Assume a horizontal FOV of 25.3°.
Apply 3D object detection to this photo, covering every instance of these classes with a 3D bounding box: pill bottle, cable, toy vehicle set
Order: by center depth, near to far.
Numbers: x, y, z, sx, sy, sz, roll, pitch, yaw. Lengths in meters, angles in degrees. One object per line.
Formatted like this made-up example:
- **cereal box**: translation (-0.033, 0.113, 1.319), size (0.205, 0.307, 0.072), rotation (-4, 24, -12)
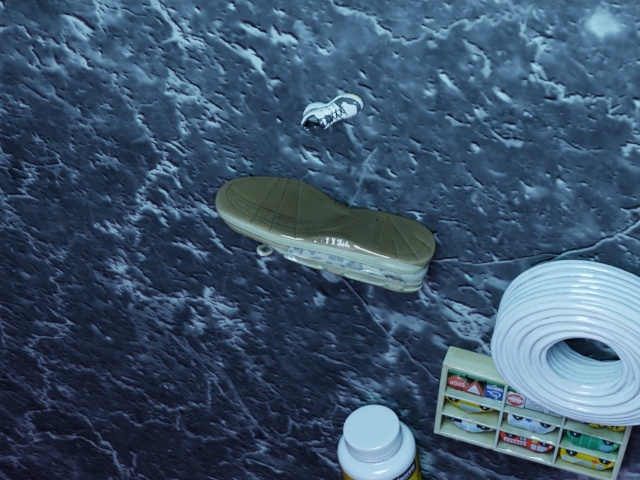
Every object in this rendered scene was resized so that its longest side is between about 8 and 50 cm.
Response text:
- **cable**: translation (0.342, 0.135, 1.793), size (0.257, 0.089, 0.257), rotation (33, 140, -9)
- **toy vehicle set**: translation (0.295, 0.243, 1.980), size (0.267, 0.035, 0.166), rotation (14, 139, 13)
- **pill bottle**: translation (0.092, 0.344, 2.134), size (0.117, 0.117, 0.215), rotation (7, 138, 21)

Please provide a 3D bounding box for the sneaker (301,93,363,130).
- **sneaker**: translation (0.014, -0.148, 1.692), size (0.083, 0.037, 0.032), rotation (-15, 125, 36)

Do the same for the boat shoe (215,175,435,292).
- **boat shoe**: translation (0.000, 0.000, 1.810), size (0.285, 0.104, 0.089), rotation (19, 138, 7)
